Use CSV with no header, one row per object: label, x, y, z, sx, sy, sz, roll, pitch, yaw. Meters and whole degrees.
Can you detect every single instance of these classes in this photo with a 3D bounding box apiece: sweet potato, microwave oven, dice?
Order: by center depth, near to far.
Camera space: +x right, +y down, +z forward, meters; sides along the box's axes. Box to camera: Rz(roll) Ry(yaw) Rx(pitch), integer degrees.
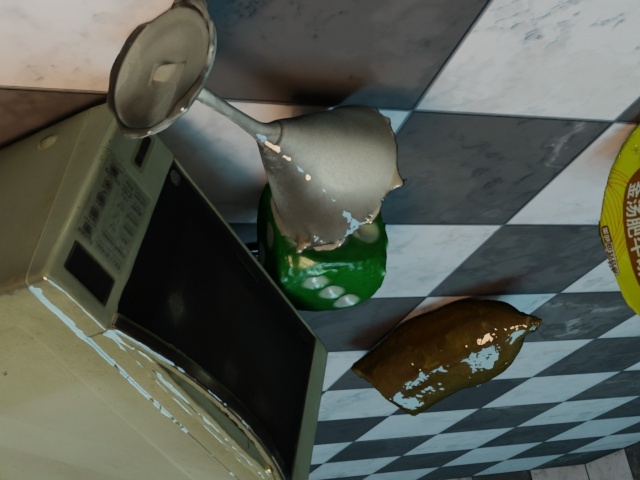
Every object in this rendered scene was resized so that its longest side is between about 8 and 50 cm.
microwave oven,-0.213,0.105,0.861,0.333,0.247,0.394,-18,131,21
dice,0.000,0.000,0.984,0.128,0.131,0.120,-2,152,-15
sweet potato,0.210,0.184,1.457,0.370,0.158,0.158,-35,147,30

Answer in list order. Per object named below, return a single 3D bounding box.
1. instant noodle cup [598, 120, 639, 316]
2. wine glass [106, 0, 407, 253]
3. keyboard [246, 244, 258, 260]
instant noodle cup,0.499,-0.024,0.962,0.221,0.311,0.311,-1,156,-39
wine glass,-0.055,-0.097,0.749,0.156,0.156,0.232,-25,146,30
keyboard,-0.172,0.040,1.133,0.231,0.023,0.072,-8,158,-4
